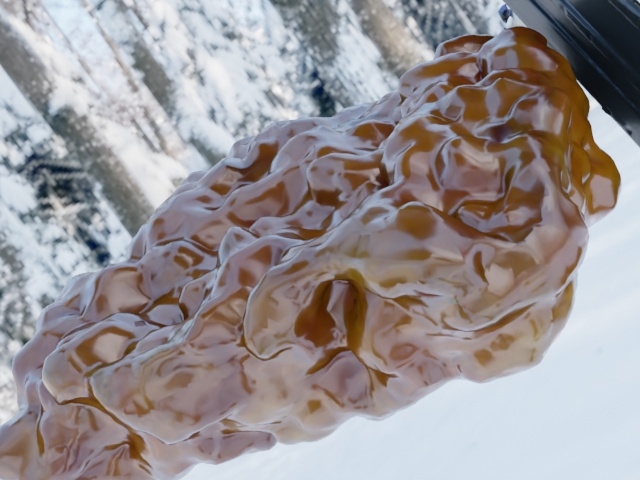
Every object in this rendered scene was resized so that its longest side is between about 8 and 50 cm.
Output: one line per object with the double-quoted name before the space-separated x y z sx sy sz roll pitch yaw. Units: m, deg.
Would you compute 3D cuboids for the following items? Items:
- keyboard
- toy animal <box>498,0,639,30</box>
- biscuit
"keyboard" 0.115 -0.168 0.592 0.041 0.381 0.103 -31 -34 -11
"toy animal" 0.230 -0.231 0.595 0.247 0.183 0.310 11 -13 -28
"biscuit" 0.000 0.000 0.538 0.312 0.110 0.318 -23 20 25
